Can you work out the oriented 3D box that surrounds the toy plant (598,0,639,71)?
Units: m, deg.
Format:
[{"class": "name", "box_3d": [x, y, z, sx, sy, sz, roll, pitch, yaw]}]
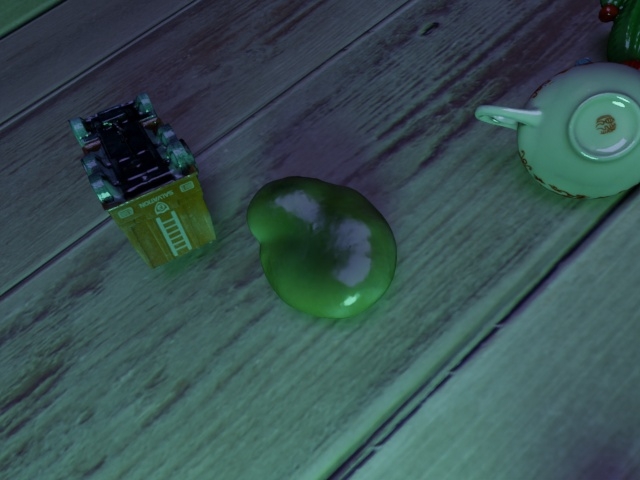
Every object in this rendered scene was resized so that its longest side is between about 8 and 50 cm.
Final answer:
[{"class": "toy plant", "box_3d": [0.470, -0.277, 0.650, 0.155, 0.088, 0.240, 6, 68, 0]}]

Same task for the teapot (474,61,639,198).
[{"class": "teapot", "box_3d": [0.311, -0.133, 0.559, 0.246, 0.159, 0.116, 23, 23, 15]}]

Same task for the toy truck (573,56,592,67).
[{"class": "toy truck", "box_3d": [0.339, -0.197, 0.637, 0.076, 0.077, 0.111, 29, 69, 34]}]

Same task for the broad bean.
[{"class": "broad bean", "box_3d": [0.000, 0.000, 0.601, 0.169, 0.100, 0.227, -30, 62, 6]}]

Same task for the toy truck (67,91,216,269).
[{"class": "toy truck", "box_3d": [-0.272, -0.100, 0.722, 0.136, 0.162, 0.305, -27, 44, -15]}]
